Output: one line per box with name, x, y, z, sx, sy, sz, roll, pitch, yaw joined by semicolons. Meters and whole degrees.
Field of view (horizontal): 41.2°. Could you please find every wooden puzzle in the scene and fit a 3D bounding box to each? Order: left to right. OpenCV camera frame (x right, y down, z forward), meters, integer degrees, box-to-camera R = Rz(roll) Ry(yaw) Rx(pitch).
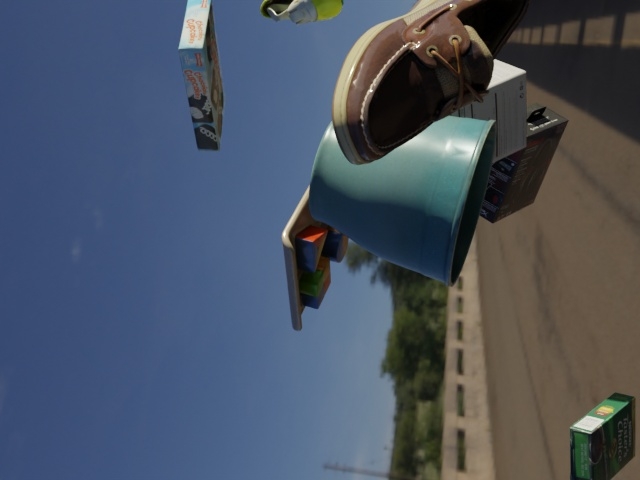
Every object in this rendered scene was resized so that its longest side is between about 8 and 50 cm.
wooden puzzle;0.000;0.000;2.052;0.322;0.080;0.348;86;-160;-47

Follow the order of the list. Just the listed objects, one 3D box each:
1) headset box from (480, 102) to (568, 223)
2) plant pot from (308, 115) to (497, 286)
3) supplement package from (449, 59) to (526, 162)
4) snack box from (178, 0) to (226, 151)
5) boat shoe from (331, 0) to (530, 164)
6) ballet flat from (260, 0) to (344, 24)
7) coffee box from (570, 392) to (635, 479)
headset box;0.508;-0.215;2.203;0.218;0.110;0.293;-23;-41;-44
plant pot;0.127;-0.088;1.382;0.271;0.255;0.272;15;-90;-75
supplement package;0.246;-0.237;1.706;0.177;0.293;0.175;39;147;47
snack box;-0.273;-0.387;2.001;0.322;0.060;0.187;88;-177;-53
boat shoe;0.139;-0.206;0.973;0.342;0.123;0.123;-46;-55;-37
ballet flat;-0.045;-0.460;1.681;0.077;0.231;0.077;-41;-56;-19
coffee box;0.462;0.328;1.383;0.184;0.040;0.113;-13;-77;-49
